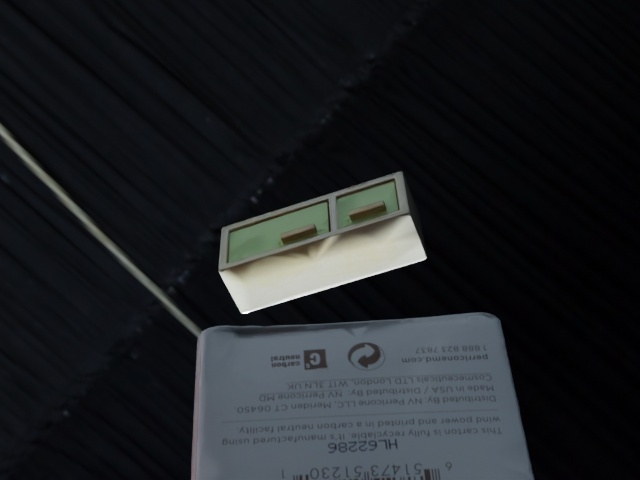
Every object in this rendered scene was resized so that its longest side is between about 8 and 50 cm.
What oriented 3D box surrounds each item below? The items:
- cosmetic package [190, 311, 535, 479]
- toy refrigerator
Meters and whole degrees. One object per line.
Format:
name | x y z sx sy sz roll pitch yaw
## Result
cosmetic package | 0.039 0.329 1.114 0.393 0.329 0.327 90 -4 -46
toy refrigerator | 0.000 0.000 1.416 0.270 0.094 0.102 -16 -144 11
